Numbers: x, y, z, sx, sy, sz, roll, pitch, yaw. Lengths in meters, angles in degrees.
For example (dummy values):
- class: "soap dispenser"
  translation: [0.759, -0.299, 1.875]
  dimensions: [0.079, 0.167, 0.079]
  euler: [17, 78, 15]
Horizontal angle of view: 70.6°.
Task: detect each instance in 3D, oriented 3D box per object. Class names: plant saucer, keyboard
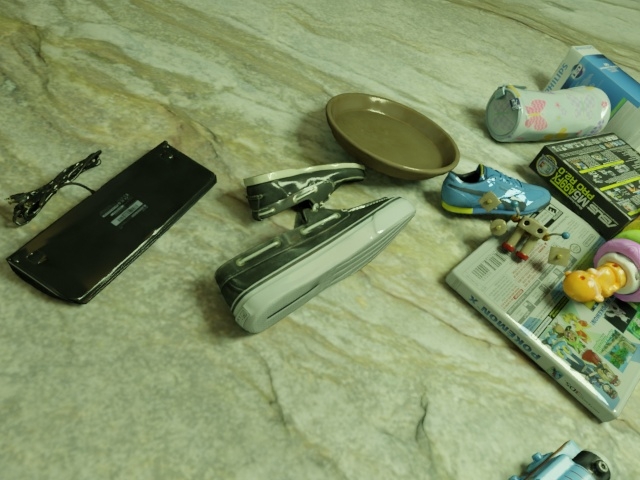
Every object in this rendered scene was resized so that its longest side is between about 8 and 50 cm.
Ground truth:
- class: "plant saucer"
  translation: [0.138, -0.204, 0.885]
  dimensions: [0.278, 0.041, 0.277]
  euler: [13, 41, -12]
- class: "keyboard"
  translation: [-0.329, -0.056, 0.697]
  dimensions: [0.202, 0.033, 0.317]
  euler: [33, 52, 5]

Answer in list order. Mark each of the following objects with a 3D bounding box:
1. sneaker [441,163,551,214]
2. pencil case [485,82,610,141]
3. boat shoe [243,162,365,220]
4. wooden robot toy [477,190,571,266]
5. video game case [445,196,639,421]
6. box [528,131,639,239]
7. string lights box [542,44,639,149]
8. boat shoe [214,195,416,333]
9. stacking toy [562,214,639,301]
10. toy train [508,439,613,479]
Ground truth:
- class: "sneaker"
  translation: [0.327, -0.096, 0.828]
  dimensions: [0.210, 0.082, 0.069]
  euler: [0, 31, -4]
- class: "pencil case"
  translation: [0.510, -0.288, 1.020]
  dimensions: [0.273, 0.113, 0.124]
  euler: [-4, 76, -18]
- class: "boat shoe"
  translation: [-0.019, -0.089, 0.781]
  dimensions: [0.233, 0.084, 0.079]
  euler: [-16, 96, -32]
- class: "wooden robot toy"
  translation: [0.343, -0.017, 0.774]
  dimensions: [0.173, 0.076, 0.079]
  euler: [37, 18, 15]
- class: "video game case"
  translation: [0.421, 0.081, 0.766]
  dimensions: [0.329, 0.036, 0.300]
  euler: [-32, 66, -32]
- class: "box"
  translation: [0.596, -0.123, 0.929]
  dimensions: [0.270, 0.060, 0.216]
  euler: [-15, 57, -31]
- class: "string lights box"
  translation: [0.673, -0.337, 1.085]
  dimensions: [0.077, 0.133, 0.259]
  euler: [-14, 58, -22]
- class: "boat shoe"
  translation: [0.000, 0.000, 0.672]
  dimensions: [0.335, 0.121, 0.119]
  euler: [-29, 69, -28]
- class: "stacking toy"
  translation: [0.513, 0.037, 0.719]
  dimensions: [0.302, 0.165, 0.175]
  euler: [-19, 43, -14]
- class: "toy train"
  translation: [0.259, 0.298, 0.514]
  dimensions: [0.184, 0.105, 0.080]
  euler: [-20, 60, -26]
